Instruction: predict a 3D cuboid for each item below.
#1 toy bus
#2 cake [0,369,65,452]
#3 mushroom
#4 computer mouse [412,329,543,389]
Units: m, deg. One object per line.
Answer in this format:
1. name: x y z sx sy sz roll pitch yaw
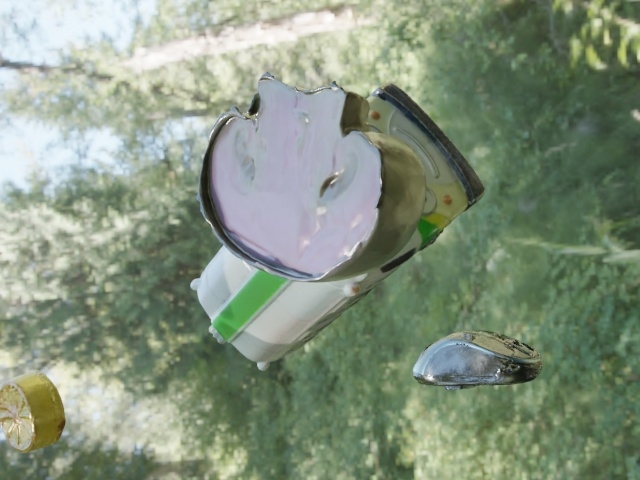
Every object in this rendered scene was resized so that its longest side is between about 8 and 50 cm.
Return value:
1. toy bus: 0.000 0.000 0.921 0.143 0.179 0.305 51 145 4
2. cake: -0.301 0.178 0.984 0.044 0.084 0.084 -14 -78 -48
3. mushroom: 0.000 -0.038 0.704 0.117 0.188 0.141 17 -91 -52
4. computer mouse: 0.271 0.204 1.654 0.137 0.233 0.096 -13 -86 -60
